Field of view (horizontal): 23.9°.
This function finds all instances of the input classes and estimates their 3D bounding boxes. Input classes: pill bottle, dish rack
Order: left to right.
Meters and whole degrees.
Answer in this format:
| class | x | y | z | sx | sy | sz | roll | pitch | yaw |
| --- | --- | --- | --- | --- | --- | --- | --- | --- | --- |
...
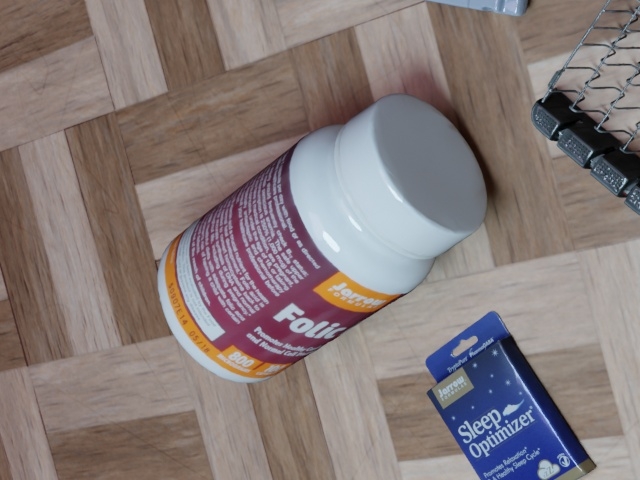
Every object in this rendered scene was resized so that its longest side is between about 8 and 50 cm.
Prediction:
| class | x | y | z | sx | sy | sz | roll | pitch | yaw |
| --- | --- | --- | --- | --- | --- | --- | --- | --- | --- |
| pill bottle | 0.000 | 0.000 | 1.835 | 0.392 | 0.224 | 0.224 | -35 | 79 | 38 |
| dish rack | 0.362 | -0.172 | 1.617 | 0.208 | 0.074 | 0.271 | 43 | 121 | 21 |

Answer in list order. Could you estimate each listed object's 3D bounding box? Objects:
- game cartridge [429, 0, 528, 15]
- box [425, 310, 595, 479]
| class | x | y | z | sx | sy | sz | roll | pitch | yaw |
| --- | --- | --- | --- | --- | --- | --- | --- | --- | --- |
| game cartridge | 0.122 | -0.381 | 1.763 | 0.294 | 0.060 | 0.196 | 17 | 114 | 33 |
| box | 0.219 | 0.213 | 1.837 | 0.136 | 0.036 | 0.225 | -41 | 74 | 36 |
